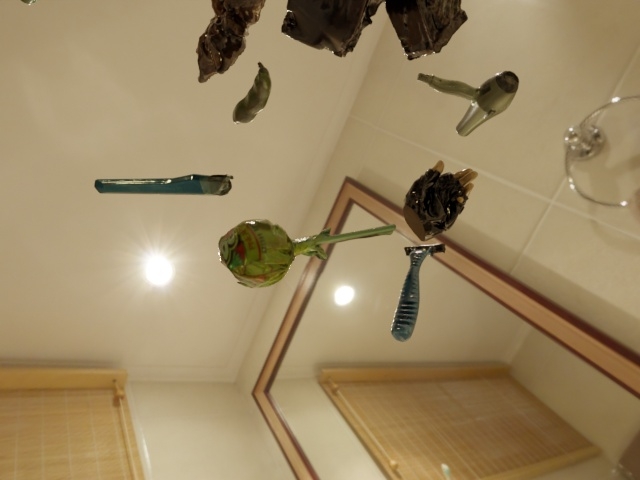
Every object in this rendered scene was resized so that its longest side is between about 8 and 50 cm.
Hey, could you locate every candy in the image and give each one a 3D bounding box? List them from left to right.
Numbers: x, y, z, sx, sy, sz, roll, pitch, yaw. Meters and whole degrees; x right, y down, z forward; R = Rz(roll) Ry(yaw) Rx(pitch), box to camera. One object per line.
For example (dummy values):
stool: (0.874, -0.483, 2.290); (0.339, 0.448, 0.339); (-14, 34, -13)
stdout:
candy: (0.000, 0.003, 0.548); (0.262, 0.077, 0.073); (-9, -21, -39)

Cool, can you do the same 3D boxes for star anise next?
star anise: (-0.220, -0.538, 1.072); (0.109, 0.292, 0.350); (18, -70, -43)

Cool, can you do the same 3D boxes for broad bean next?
broad bean: (-0.169, -0.354, 1.129); (0.065, 0.254, 0.046); (27, -116, -18)

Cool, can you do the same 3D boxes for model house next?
model house: (0.063, -0.273, 0.460); (0.203, 0.141, 0.164); (13, -84, -1)

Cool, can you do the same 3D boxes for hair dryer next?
hair dryer: (0.348, -0.330, 1.102); (0.219, 0.224, 0.088); (67, -149, -66)

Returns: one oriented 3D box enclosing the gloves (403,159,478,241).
gloves: (0.310, -0.113, 1.140); (0.203, 0.124, 0.164); (-32, -86, -14)

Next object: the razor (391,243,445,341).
razor: (0.160, 0.075, 0.778); (0.253, 0.081, 0.042); (-61, -42, -49)

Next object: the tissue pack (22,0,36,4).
tissue pack: (-0.384, -0.418, 0.567); (0.148, 0.209, 0.156); (53, -133, -30)

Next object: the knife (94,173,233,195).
knife: (-0.305, -0.108, 0.867); (0.296, 0.026, 0.044); (2, -53, 11)
